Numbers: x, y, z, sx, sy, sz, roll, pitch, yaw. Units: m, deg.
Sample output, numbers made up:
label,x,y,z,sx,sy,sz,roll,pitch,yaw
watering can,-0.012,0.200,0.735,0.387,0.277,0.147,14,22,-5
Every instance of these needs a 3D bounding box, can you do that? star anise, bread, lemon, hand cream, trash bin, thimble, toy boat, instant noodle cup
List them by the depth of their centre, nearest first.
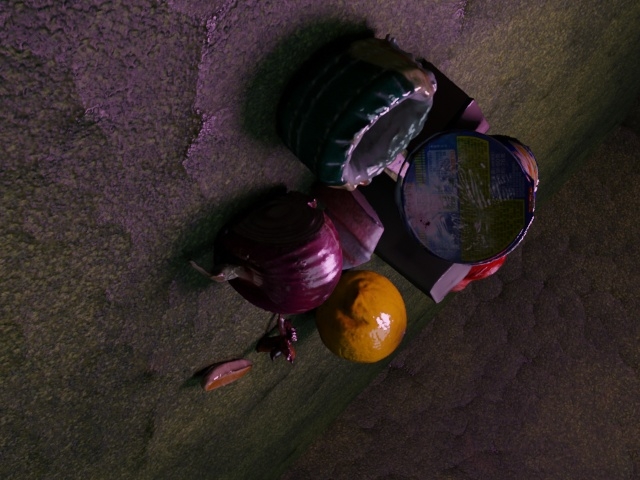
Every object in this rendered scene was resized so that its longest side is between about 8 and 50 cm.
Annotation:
label,x,y,z,sx,sy,sz,roll,pitch,yaw
thimble,0.072,-0.237,1.172,0.288,0.167,0.254,-45,159,-4
instant noodle cup,0.350,-0.119,1.374,0.312,0.284,0.284,-27,152,-57
toy boat,0.000,0.000,1.443,0.282,0.206,0.096,-38,173,19
trash bin,0.191,-0.015,1.536,0.158,0.343,0.223,-45,159,1
hand cream,0.201,-0.198,1.641,0.065,0.043,0.171,-47,157,8
bread,-0.260,0.360,1.735,0.073,0.053,0.214,-50,161,18
star anise,-0.123,0.263,1.808,0.140,0.158,0.144,-50,127,-19
lemon,0.124,0.232,1.928,0.297,0.297,0.297,-39,157,-20

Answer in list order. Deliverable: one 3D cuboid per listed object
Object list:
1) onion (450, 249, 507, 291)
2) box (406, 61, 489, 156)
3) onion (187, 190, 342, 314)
label,x,y,z,sx,sy,sz,roll,pitch,yaw
onion,0.438,-0.005,2.044,0.341,0.341,0.341,-39,157,-20
box,0.276,-0.276,1.501,0.188,0.153,0.252,-50,158,14
onion,-0.072,0.046,1.318,0.272,0.230,0.256,-50,160,-13
